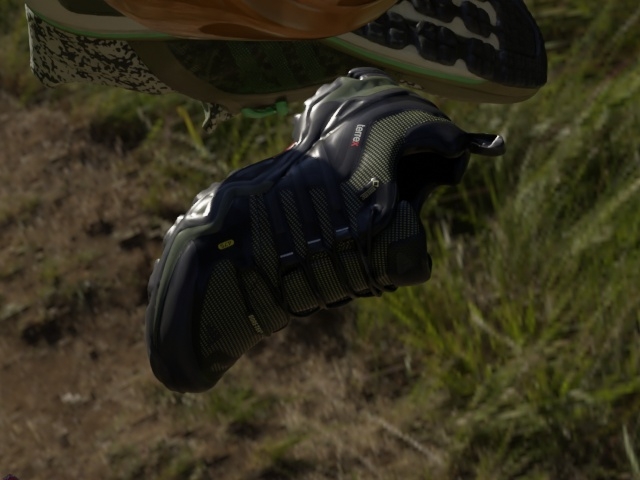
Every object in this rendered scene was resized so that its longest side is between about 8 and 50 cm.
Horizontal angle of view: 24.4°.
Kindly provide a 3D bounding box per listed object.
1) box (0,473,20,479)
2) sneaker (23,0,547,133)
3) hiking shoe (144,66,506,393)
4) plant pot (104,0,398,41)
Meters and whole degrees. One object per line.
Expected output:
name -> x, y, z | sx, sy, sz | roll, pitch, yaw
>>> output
box -> -0.109, 0.283, 0.718 | 0.154, 0.300, 0.142 | -47, 3, 11
sneaker -> -0.036, -0.154, 1.106 | 0.410, 0.182, 0.158 | 10, 54, -9
hiking shoe -> 0.000, 0.000, 0.812 | 0.114, 0.086, 0.227 | 26, 68, 37
plant pot -> 0.035, -0.161, 0.452 | 0.188, 0.205, 0.205 | 7, 47, 34
